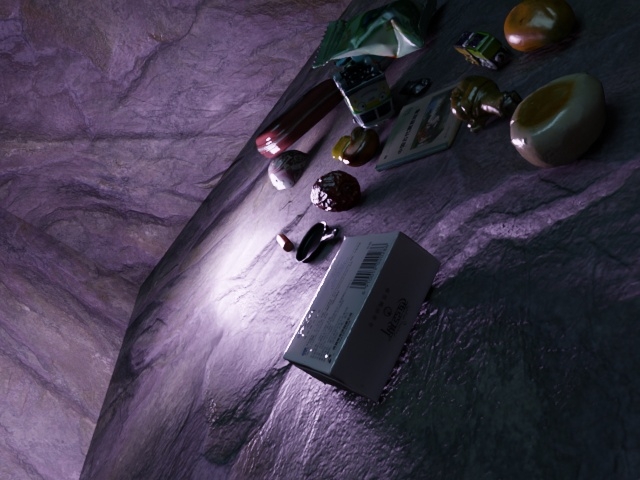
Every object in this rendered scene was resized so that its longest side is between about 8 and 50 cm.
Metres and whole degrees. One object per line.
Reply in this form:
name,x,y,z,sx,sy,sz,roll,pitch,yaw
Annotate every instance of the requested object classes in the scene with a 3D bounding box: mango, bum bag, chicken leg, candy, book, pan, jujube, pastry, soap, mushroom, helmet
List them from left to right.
helmet,-0.135,-0.282,2.149,0.177,0.107,0.153,-60,18,-10
pan,0.000,0.000,1.517,0.136,0.028,0.235,-63,18,-18
jujube,0.035,-0.127,1.513,0.109,0.112,0.176,-27,7,-23
soap,0.078,-0.288,1.762,0.089,0.045,0.140,-52,19,1
mushroom,0.110,-0.261,1.590,0.127,0.087,0.127,-47,17,20
candy,0.175,-0.683,1.850,0.397,0.172,0.263,-1,42,21
bum bag,0.263,-0.430,1.583,0.058,0.034,0.124,-47,20,-4
book,0.256,-0.280,1.383,0.282,0.025,0.215,-11,49,60
chicken leg,0.330,-0.276,1.143,0.103,0.088,0.228,-42,28,7
mango,0.437,-0.434,1.122,0.115,0.089,0.165,-59,23,-5
pastry,0.373,-0.187,0.882,0.156,0.092,0.156,-44,26,29

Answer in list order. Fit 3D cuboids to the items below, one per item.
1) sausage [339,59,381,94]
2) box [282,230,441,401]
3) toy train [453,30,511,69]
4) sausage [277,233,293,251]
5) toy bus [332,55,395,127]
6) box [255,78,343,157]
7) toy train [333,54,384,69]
sausage,0.144,-0.581,2.031,0.197,0.076,0.076,-26,35,51
box,0.071,0.131,1.027,0.274,0.116,0.203,-62,21,-17
toy train,0.368,-0.445,1.304,0.060,0.081,0.202,-51,20,14
sausage,-0.113,0.004,1.760,0.034,0.034,0.129,-54,20,4
toy bus,0.135,-0.441,1.695,0.133,0.165,0.276,-25,27,7
box,-0.083,-0.478,2.200,0.404,0.108,0.263,-46,16,-21
toy train,0.162,-0.737,2.183,0.194,0.120,0.298,-36,27,27
